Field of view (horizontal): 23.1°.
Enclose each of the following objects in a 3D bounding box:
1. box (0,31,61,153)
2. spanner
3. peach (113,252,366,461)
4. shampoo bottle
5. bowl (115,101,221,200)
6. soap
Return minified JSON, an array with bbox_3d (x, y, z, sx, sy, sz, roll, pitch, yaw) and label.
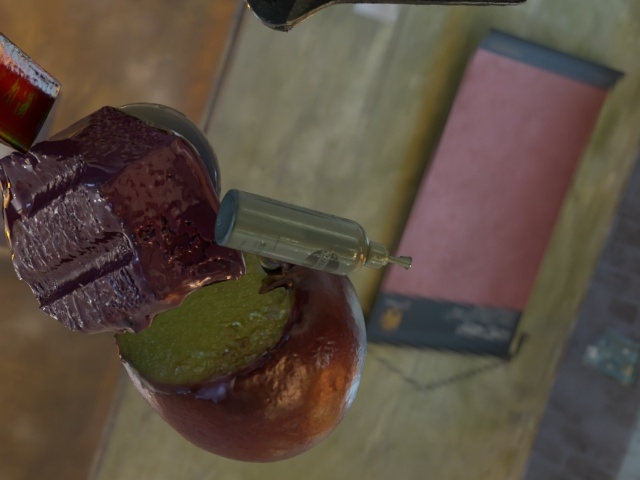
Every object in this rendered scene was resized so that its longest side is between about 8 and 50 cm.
[{"bbox_3d":[-0.425,-0.200,1.487,0.313,0.089,0.197,24,175,14],"label":"box"},{"bbox_3d":[0.073,-0.283,1.796,0.325,0.093,0.026,1,167,4],"label":"spanner"},{"bbox_3d":[-0.100,0.143,2.250,0.310,0.335,0.406,41,172,-38],"label":"peach"},{"bbox_3d":[0.000,0.000,1.461,0.195,0.056,0.056,14,-169,-21],"label":"shampoo bottle"},{"bbox_3d":[-0.217,-0.064,1.841,0.189,0.189,0.086,15,173,-21],"label":"bowl"},{"bbox_3d":[-0.220,-0.015,1.586,0.127,0.220,0.325,-26,-176,-32],"label":"soap"}]
